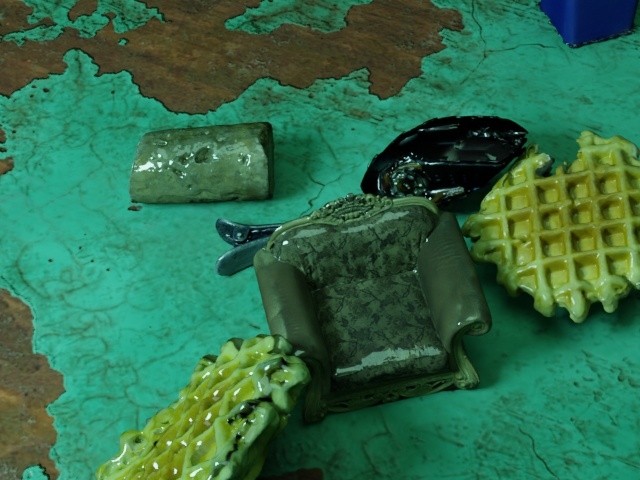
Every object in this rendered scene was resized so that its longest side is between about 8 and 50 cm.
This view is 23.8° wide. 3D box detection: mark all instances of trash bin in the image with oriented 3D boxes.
[{"bbox_3d":[0.378,-0.405,2.166,0.184,0.234,0.162,-15,49,-9],"label":"trash bin"}]

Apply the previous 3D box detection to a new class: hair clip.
[{"bbox_3d":[0.000,0.000,1.972,0.275,0.048,0.083,-3,46,0],"label":"hair clip"}]

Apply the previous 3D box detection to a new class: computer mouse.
[{"bbox_3d":[0.156,-0.111,1.988,0.242,0.077,0.146,-15,39,21],"label":"computer mouse"}]

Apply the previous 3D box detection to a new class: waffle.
[{"bbox_3d":[-0.141,0.231,1.679,0.317,0.073,0.297,-52,19,-20],"label":"waffle"},{"bbox_3d":[0.323,-0.025,1.895,0.250,0.056,0.261,33,70,30],"label":"waffle"}]

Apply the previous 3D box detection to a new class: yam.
[{"bbox_3d":[-0.160,-0.101,2.032,0.194,0.107,0.107,-3,50,3],"label":"yam"}]

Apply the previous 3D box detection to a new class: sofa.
[{"bbox_3d":[0.062,0.074,1.815,0.258,0.182,0.200,-11,51,-5],"label":"sofa"}]
